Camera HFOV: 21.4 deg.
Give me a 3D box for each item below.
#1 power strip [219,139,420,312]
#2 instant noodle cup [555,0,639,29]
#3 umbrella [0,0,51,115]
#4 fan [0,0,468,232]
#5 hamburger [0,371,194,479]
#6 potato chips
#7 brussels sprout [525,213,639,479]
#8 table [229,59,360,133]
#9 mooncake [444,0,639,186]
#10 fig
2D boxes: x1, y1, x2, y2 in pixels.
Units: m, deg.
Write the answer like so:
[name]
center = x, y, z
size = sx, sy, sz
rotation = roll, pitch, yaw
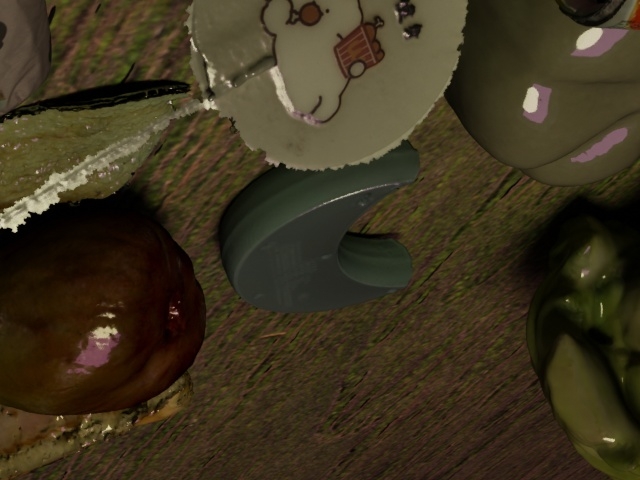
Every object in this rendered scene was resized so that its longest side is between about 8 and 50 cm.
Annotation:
[power strip]
center = 0.000, 0.000, 1.391
size = 0.167, 0.054, 0.253
rotation = -13, 156, -7
[instant noodle cup]
center = 0.225, -0.218, 0.864
size = 0.200, 0.264, 0.264
rotation = -4, 154, -11
[umbrella]
center = -0.182, -0.171, 0.852
size = 0.073, 0.067, 0.337
rotation = 24, 155, 7
[fan]
center = -0.047, -0.094, 0.998
size = 0.329, 0.009, 0.191
rotation = -31, 121, -13
[hamburger]
center = -0.208, 0.115, 1.423
size = 0.262, 0.124, 0.131
rotation = -22, 178, 19
[potato chips]
center = -0.183, -0.056, 1.167
size = 0.209, 0.026, 0.142
rotation = -31, 151, 21
[brussels sprout]
center = 0.413, 0.112, 1.580
size = 0.425, 0.342, 0.361
rotation = -10, 151, 7
[table]
center = -0.028, -0.120, 1.064
size = 0.079, 0.083, 0.062
rotation = -10, 155, -22
[mooncake]
center = 0.205, -0.146, 1.130
size = 0.275, 0.135, 0.275
rotation = -19, 156, -9
[fig]
center = -0.228, 0.063, 1.272
size = 0.274, 0.145, 0.170
rotation = -8, 156, 8
